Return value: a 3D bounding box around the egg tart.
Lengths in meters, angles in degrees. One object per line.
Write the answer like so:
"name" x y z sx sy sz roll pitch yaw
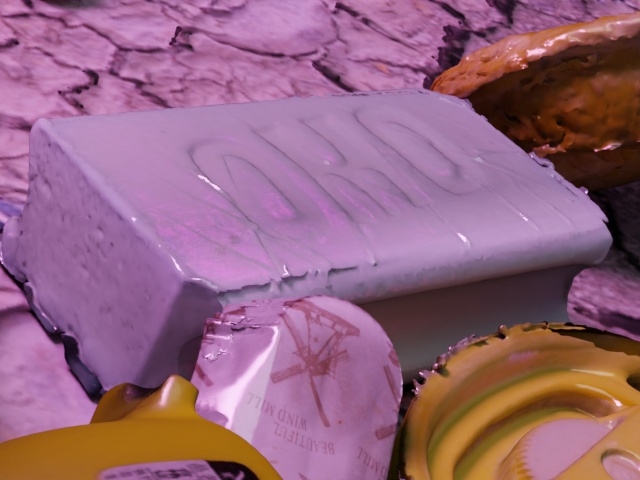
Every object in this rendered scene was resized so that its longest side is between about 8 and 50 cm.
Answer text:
"egg tart" 0.148 -0.071 0.953 0.191 0.191 0.074 -2 77 -33

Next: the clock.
"clock" 0.157 0.150 0.700 0.293 0.071 0.277 40 36 26

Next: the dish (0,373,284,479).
"dish" -0.087 0.143 0.417 0.108 0.221 0.262 31 16 -34

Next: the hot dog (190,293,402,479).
"hot dog" -0.018 0.106 0.634 0.099 0.053 0.192 23 59 -23

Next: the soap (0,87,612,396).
"soap" 0.000 0.000 0.798 0.261 0.094 0.150 -9 45 -39
